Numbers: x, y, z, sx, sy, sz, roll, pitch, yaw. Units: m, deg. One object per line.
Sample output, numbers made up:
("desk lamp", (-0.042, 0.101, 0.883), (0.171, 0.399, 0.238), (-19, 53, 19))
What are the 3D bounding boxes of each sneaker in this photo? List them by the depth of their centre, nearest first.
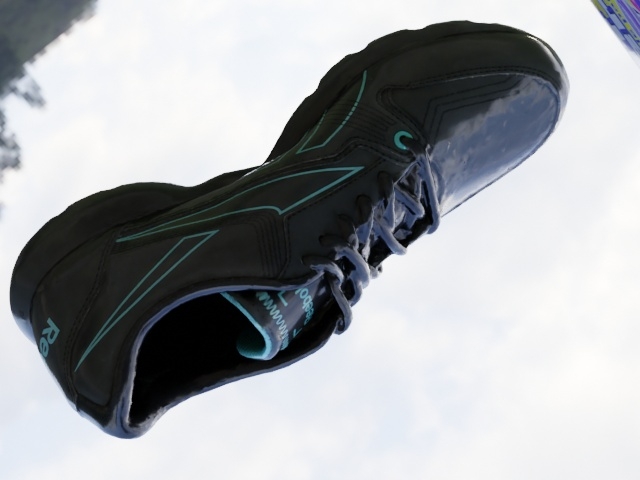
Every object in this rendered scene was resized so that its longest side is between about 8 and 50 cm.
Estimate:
("sneaker", (0.000, 0.000, 0.676), (0.267, 0.101, 0.106), (-29, -140, -4))

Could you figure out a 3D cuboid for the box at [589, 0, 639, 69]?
("box", (0.203, -0.152, 0.447), (0.279, 0.290, 0.177), (-38, -175, 4))
